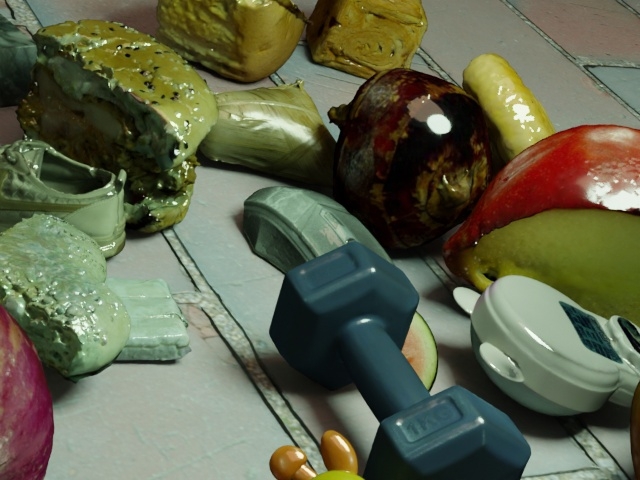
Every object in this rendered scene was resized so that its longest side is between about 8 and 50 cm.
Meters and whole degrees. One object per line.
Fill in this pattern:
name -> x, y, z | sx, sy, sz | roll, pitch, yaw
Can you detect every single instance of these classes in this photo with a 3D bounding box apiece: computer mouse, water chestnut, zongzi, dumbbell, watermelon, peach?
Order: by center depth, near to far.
dumbbell -> 0.069, 0.145, 1.443 | 0.144, 0.160, 0.325 | 1, 33, -29
watermelon -> 0.073, 0.109, 1.631 | 0.163, 0.087, 0.069 | 34, -5, 21
computer mouse -> 0.002, -0.003, 1.748 | 0.126, 0.071, 0.231 | -15, 44, -45
peach -> 0.324, -0.018, 1.763 | 0.361, 0.258, 0.201 | 4, 46, 1
water chestnut -> 0.103, -0.107, 1.830 | 0.238, 0.224, 0.223 | 19, 25, 33
zongzi -> -0.056, -0.116, 1.898 | 0.194, 0.099, 0.197 | -9, 50, -36

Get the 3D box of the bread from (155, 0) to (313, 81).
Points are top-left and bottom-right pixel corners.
bread -> -0.123, -0.318, 2.134 | 0.204, 0.163, 0.262 | 23, 6, 10

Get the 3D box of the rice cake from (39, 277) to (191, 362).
rice cake -> -0.237, 0.079, 1.502 | 0.211, 0.038, 0.124 | 5, 32, -23

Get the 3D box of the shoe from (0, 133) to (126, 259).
shoe -> -0.340, -0.066, 1.635 | 0.274, 0.098, 0.103 | 16, 25, -2

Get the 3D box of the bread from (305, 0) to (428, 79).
bread -> 0.071, -0.336, 2.286 | 0.158, 0.149, 0.143 | 11, 33, -14

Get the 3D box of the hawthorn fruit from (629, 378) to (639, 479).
hawthorn fruit -> 0.438, 0.195, 1.487 | 0.300, 0.268, 0.267 | -15, 43, -39

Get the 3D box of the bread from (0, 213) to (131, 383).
bread -> -0.275, 0.041, 1.441 | 0.172, 0.064, 0.232 | 7, 30, -23

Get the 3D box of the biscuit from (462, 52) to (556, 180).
biscuit -> 0.268, -0.114, 1.940 | 0.091, 0.274, 0.213 | -27, 67, -1

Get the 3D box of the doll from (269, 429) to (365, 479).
doll -> 0.028, 0.262, 1.258 | 0.221, 0.135, 0.143 | 37, 72, 21

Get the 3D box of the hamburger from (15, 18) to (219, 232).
hamburger -> -0.226, -0.145, 1.760 | 0.288, 0.168, 0.192 | 35, 35, 27

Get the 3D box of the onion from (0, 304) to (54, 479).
onion -> -0.328, 0.134, 1.155 | 0.230, 0.256, 0.272 | -17, 59, -27

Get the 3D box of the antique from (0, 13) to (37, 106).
antique -> -0.452, -0.251, 1.896 | 0.088, 0.086, 0.183 | -12, 41, -44

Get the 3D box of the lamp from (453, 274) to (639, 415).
lamp -> 0.262, 0.129, 1.638 | 0.246, 0.108, 0.179 | 16, 32, -23
